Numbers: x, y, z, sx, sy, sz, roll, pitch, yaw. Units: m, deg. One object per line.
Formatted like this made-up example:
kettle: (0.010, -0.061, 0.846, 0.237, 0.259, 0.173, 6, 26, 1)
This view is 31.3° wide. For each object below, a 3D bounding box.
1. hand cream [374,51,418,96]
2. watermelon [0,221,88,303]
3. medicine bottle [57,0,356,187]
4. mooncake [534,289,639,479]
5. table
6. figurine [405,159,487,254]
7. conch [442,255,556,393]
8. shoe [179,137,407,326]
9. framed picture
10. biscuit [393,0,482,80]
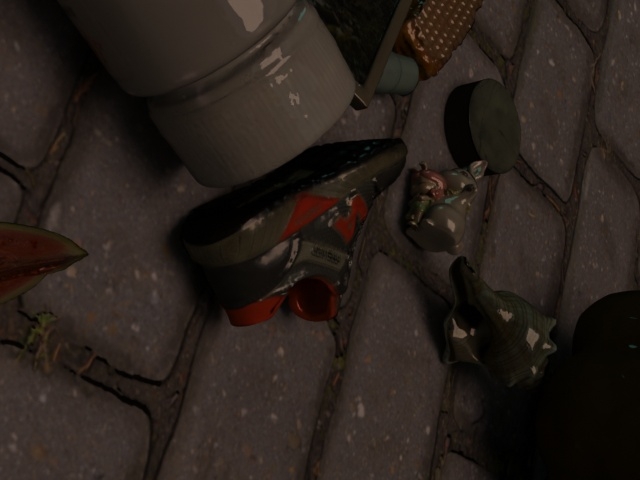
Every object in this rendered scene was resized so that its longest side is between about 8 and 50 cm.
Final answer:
hand cream: (-0.001, -0.211, 1.327, 0.331, 0.058, 0.085, 1, 91, -50)
watermelon: (-0.285, 0.033, 0.957, 0.163, 0.087, 0.069, -15, 127, -48)
medicine bottle: (-0.135, -0.248, 1.063, 0.371, 0.211, 0.211, 57, 47, -27)
mooncake: (0.468, 0.293, 1.593, 0.467, 0.262, 0.467, -15, 108, -55)
table: (0.228, -0.156, 1.598, 0.133, 0.043, 0.134, 10, 76, -48)
figurine: (0.164, -0.064, 1.479, 0.098, 0.081, 0.146, 44, 54, -36)
conch: (0.224, 0.118, 1.499, 0.234, 0.137, 0.114, 42, 24, -10)
shoe: (0.000, 0.000, 1.252, 0.336, 0.132, 0.171, -32, 113, -45)
framed picture: (-0.020, -0.333, 1.306, 0.324, 0.020, 0.241, 44, 49, -25)
biscuit: (0.192, -0.366, 1.580, 0.094, 0.054, 0.379, 53, 49, -28)
